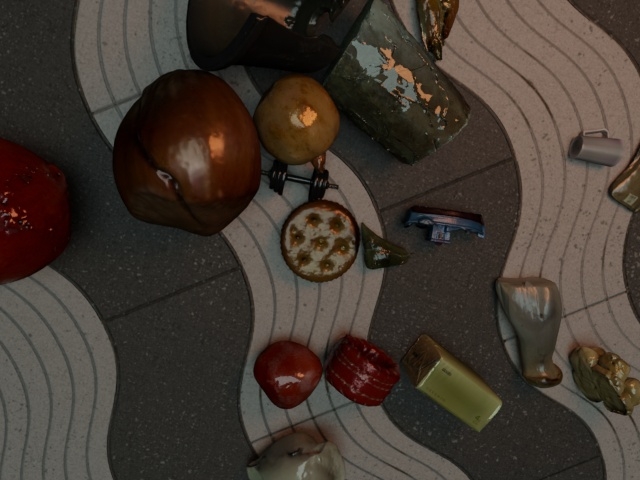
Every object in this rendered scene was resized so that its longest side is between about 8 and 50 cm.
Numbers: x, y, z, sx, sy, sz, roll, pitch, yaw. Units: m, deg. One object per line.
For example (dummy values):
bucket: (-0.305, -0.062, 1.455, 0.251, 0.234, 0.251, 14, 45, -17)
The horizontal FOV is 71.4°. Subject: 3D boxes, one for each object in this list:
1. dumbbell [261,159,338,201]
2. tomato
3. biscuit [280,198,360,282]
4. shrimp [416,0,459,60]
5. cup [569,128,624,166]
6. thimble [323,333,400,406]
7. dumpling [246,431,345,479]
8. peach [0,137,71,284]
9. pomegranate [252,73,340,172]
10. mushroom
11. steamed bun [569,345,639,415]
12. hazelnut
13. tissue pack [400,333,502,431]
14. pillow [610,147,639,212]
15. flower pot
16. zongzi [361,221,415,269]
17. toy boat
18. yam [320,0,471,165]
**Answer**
dumbbell: (-0.056, -0.155, 1.126, 0.209, 0.099, 0.099, 10, 100, -7)
tomato: (-0.085, 0.355, 1.197, 0.187, 0.151, 0.187, 0, 95, -4)
biscuit: (0.000, 0.000, 1.177, 0.221, 0.066, 0.220, -1, 101, -5)
shrimp: (0.295, -0.560, 1.106, 0.115, 0.051, 0.217, -7, 99, -6)
cup: (0.740, -0.256, 1.195, 0.116, 0.074, 0.104, 9, 76, -2)
thimble: (0.117, 0.353, 1.201, 0.190, 0.163, 0.125, 28, 98, -24)
dumpling: (-0.059, 0.652, 1.268, 0.227, 0.243, 0.175, 56, 52, -29)
peach: (-0.742, -0.067, 0.966, 0.370, 0.370, 0.370, -1, 101, -5)
pomegranate: (-0.054, -0.275, 1.026, 0.207, 0.207, 0.207, -1, 101, -5)
mushroom: (0.601, 0.255, 1.263, 0.159, 0.122, 0.328, -4, 103, 33)
steamed bun: (0.816, 0.380, 1.271, 0.106, 0.177, 0.192, -25, 88, -9)
hazelnut: (-0.292, -0.190, 0.992, 0.372, 0.315, 0.372, 3, 97, 27)
tissue pack: (0.356, 0.388, 1.232, 0.234, 0.159, 0.125, 37, 96, -10)
pillow: (0.904, -0.189, 1.233, 0.130, 0.033, 0.217, 28, 97, -12)
flower pot: (-0.091, -0.503, 0.927, 0.251, 0.379, 0.379, 7, 102, -42)
zongzi: (0.190, 0.005, 1.204, 0.154, 0.062, 0.130, -8, 89, -9)
toy boat: (0.330, -0.033, 1.180, 0.223, 0.100, 0.097, 8, 91, -4)
yam: (0.169, -0.361, 1.054, 0.348, 0.241, 0.241, 41, 95, -13)
